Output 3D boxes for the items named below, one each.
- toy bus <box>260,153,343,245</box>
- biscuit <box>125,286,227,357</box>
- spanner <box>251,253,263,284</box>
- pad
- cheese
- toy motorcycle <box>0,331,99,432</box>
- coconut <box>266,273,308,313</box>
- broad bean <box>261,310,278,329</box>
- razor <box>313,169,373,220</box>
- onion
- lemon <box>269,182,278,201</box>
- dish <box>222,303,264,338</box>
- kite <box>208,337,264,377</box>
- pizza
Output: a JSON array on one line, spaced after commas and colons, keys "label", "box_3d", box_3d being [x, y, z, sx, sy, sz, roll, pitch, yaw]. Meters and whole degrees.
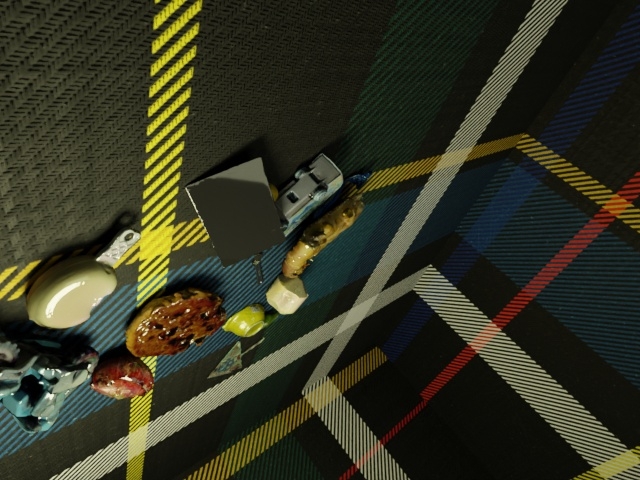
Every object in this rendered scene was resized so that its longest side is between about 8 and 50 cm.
[{"label": "toy bus", "box_3d": [-0.078, -0.112, 1.301, 0.329, 0.109, 0.136, -42, 166, -3]}, {"label": "biscuit", "box_3d": [-0.448, 0.253, 1.341, 0.289, 0.081, 0.334, -47, 151, 9]}, {"label": "spanner", "box_3d": [-0.222, 0.104, 1.525, 0.046, 0.012, 0.209, -34, 154, -23]}, {"label": "pad", "box_3d": [-0.213, -0.065, 1.135, 0.202, 0.005, 0.300, -24, 135, -11]}, {"label": "cheese", "box_3d": [-0.518, 0.079, 0.957, 0.286, 0.082, 0.163, -43, 156, -3]}, {"label": "toy motorcycle", "box_3d": [-0.681, 0.339, 0.969, 0.232, 0.172, 0.416, -58, 168, -13]}, {"label": "coconut", "box_3d": [-0.126, 0.203, 1.677, 0.153, 0.147, 0.147, -49, 155, 18]}, {"label": "broad bean", "box_3d": [-0.259, 0.359, 1.816, 0.195, 0.061, 0.046, -30, 112, -19]}, {"label": "razor", "box_3d": [0.064, -0.160, 1.443, 0.324, 0.056, 0.093, -41, 175, -41]}, {"label": "onion", "box_3d": [-0.605, 0.410, 1.304, 0.183, 0.147, 0.184, -3, 134, -3]}, {"label": "lemon", "box_3d": [-0.153, -0.133, 1.194, 0.062, 0.062, 0.083, -51, 155, 16]}, {"label": "dish", "box_3d": [-0.290, 0.336, 1.711, 0.207, 0.080, 0.149, -22, 147, -42]}, {"label": "kite", "box_3d": [-0.391, 0.548, 1.974, 0.314, 0.011, 0.335, -31, 153, -27]}, {"label": "pizza", "box_3d": [-0.023, 0.020, 1.491, 0.435, 0.080, 0.392, -36, 171, -49]}]
